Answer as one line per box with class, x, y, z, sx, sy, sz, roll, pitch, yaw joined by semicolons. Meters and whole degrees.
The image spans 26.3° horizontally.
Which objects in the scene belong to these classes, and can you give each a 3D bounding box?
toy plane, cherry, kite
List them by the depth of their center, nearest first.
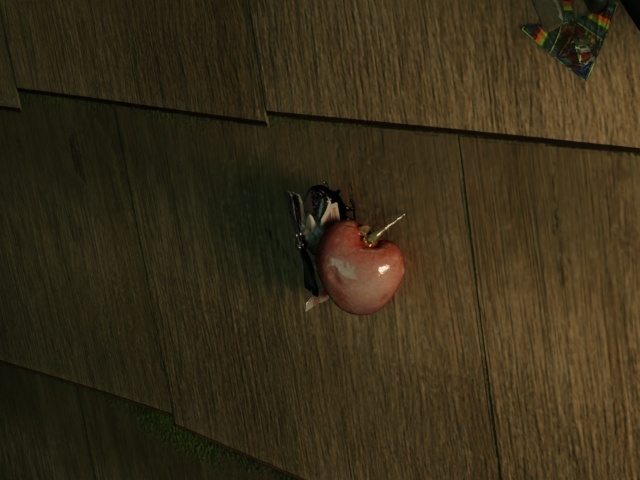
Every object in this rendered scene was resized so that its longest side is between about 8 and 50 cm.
kite;0.238;-0.194;1.301;0.122;0.004;0.090;1;109;51
cherry;0.047;0.035;1.583;0.106;0.087;0.126;12;124;34
toy plane;0.001;0.000;1.638;0.053;0.078;0.197;34;146;34

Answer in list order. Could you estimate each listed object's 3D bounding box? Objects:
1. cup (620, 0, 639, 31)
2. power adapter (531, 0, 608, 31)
cup;0.343;-0.210;1.052;0.223;0.169;0.177;-24;92;23
power adapter;0.189;-0.286;1.212;0.125;0.130;0.205;-26;85;53
